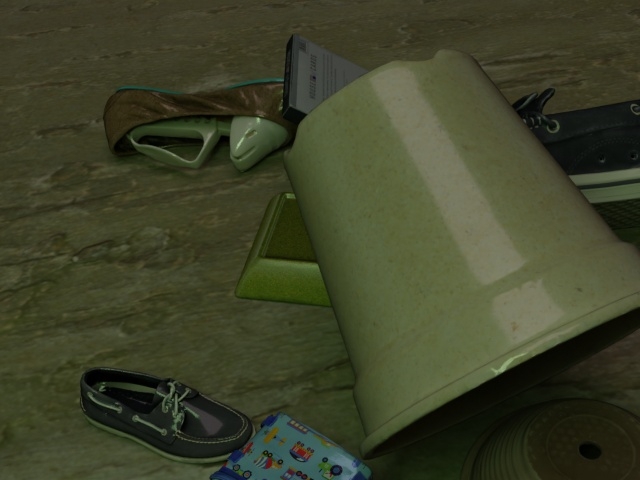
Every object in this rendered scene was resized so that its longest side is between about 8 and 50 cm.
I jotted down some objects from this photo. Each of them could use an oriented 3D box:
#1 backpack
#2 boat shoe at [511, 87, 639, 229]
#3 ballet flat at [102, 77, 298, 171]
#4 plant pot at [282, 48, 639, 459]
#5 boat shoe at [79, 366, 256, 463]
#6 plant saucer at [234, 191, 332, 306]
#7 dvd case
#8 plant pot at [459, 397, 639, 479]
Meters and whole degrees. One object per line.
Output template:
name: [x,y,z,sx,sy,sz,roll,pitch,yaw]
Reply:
backpack: [-0.044,0.270,0.906,0.158,0.117,0.173,30,56,34]
boat shoe: [0.249,-0.096,1.197,0.500,0.187,0.156,-4,73,-6]
ballet flat: [-0.155,-0.161,1.403,0.342,0.116,0.124,1,63,8]
plant pot: [0.122,0.000,0.940,0.334,0.334,0.305,-22,73,-17]
boat shoe: [-0.170,0.184,1.050,0.206,0.065,0.075,11,45,17]
plant saucer: [0.000,0.000,1.244,0.188,0.045,0.188,5,44,12]
dvd case: [0.058,-0.181,1.352,0.238,0.029,0.179,23,39,-19]
plant pot: [0.251,0.229,0.920,0.237,0.110,0.237,-3,42,2]
